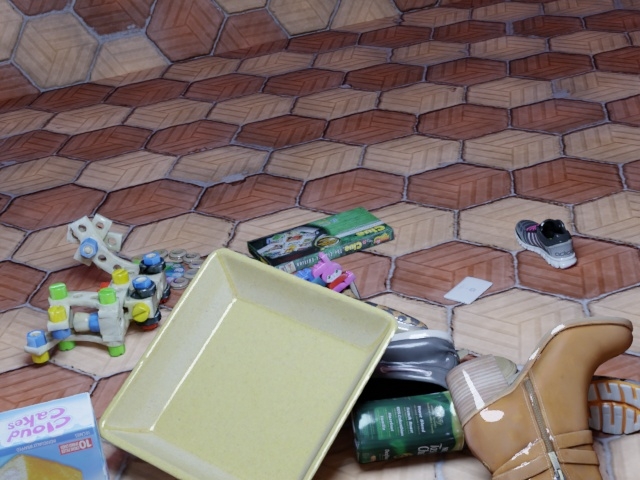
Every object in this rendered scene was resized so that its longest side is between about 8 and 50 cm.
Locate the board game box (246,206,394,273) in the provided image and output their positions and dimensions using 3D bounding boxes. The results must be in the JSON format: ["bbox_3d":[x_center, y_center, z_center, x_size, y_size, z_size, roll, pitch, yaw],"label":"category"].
[{"bbox_3d":[0.000,0.000,2.162,0.259,0.030,0.136,-17,26,-20],"label":"board game box"}]

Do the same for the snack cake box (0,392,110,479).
[{"bbox_3d":[-0.423,0.316,1.480,0.264,0.152,0.089,-13,27,-11],"label":"snack cake box"}]

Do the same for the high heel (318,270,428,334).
[{"bbox_3d":[0.089,0.103,1.849,0.261,0.093,0.186,0,32,33],"label":"high heel"}]

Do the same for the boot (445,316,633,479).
[{"bbox_3d":[0.327,0.229,1.447,0.283,0.109,0.220,-15,59,-17],"label":"boot"}]

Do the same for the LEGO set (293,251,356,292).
[{"bbox_3d":[-0.067,0.088,1.839,0.227,0.093,0.087,-38,20,-7],"label":"LEGO set"}]

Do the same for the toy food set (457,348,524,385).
[{"bbox_3d":[0.238,0.210,1.635,0.132,0.039,0.192,-27,14,-30],"label":"toy food set"}]

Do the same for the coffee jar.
[{"bbox_3d":[0.135,0.257,1.529,0.184,0.096,0.079,-8,64,-2],"label":"coffee jar"}]

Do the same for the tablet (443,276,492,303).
[{"bbox_3d":[0.261,0.088,1.947,0.054,0.006,0.083,14,33,36],"label":"tablet"}]

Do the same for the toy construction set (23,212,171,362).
[{"bbox_3d":[-0.388,0.089,1.957,0.214,0.151,0.328,-5,37,4],"label":"toy construction set"}]

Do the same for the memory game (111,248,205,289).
[{"bbox_3d":[-0.313,0.059,2.132,0.186,0.012,0.186,-5,26,2],"label":"memory game"}]

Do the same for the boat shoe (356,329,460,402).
[{"bbox_3d":[0.040,0.210,1.619,0.335,0.112,0.096,-13,48,13],"label":"boat shoe"}]

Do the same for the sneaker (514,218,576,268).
[{"bbox_3d":[0.416,-0.013,2.036,0.063,0.075,0.170,-14,27,-15],"label":"sneaker"}]

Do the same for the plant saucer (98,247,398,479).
[{"bbox_3d":[-0.095,0.207,1.554,0.332,0.081,0.333,21,67,28],"label":"plant saucer"}]

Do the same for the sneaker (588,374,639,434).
[{"bbox_3d":[0.376,0.220,1.570,0.214,0.084,0.083,1,22,17],"label":"sneaker"}]
